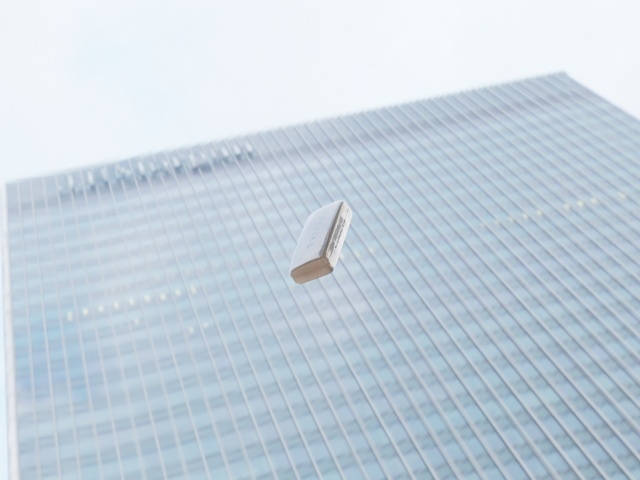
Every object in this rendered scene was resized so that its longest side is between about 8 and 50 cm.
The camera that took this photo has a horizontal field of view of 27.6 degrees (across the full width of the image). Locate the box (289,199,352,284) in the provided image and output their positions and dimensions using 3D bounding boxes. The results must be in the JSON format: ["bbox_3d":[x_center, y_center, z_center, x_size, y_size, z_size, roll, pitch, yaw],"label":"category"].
[{"bbox_3d":[0.000,0.000,1.333,0.048,0.115,0.025,-18,-63,25],"label":"box"}]
